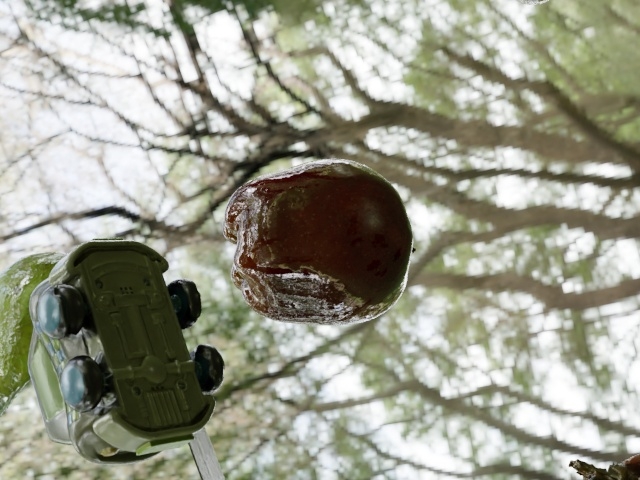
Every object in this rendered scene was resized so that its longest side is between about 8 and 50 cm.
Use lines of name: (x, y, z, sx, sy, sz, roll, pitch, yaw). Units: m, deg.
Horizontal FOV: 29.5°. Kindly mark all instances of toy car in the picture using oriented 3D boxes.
toy car: (-0.251, 0.142, 1.390, 0.204, 0.198, 0.248, -1, -115, -47)

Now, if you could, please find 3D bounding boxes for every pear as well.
pear: (-0.460, 0.150, 1.817, 0.139, 0.288, 0.239, 32, -134, -15)

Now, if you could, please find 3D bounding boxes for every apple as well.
apple: (0.000, 0.000, 2.035, 0.288, 0.316, 0.288, 172, 90, -83)

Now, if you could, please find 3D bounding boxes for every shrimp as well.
shrimp: (0.509, 0.361, 1.818, 0.287, 0.063, 0.152, 26, -102, -9)

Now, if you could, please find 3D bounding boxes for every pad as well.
pad: (-0.169, 0.278, 1.689, 0.235, 0.003, 0.158, 64, 180, 33)

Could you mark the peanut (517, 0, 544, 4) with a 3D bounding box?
peanut: (0.236, -0.310, 1.332, 0.206, 0.087, 0.087, -11, -93, -83)
